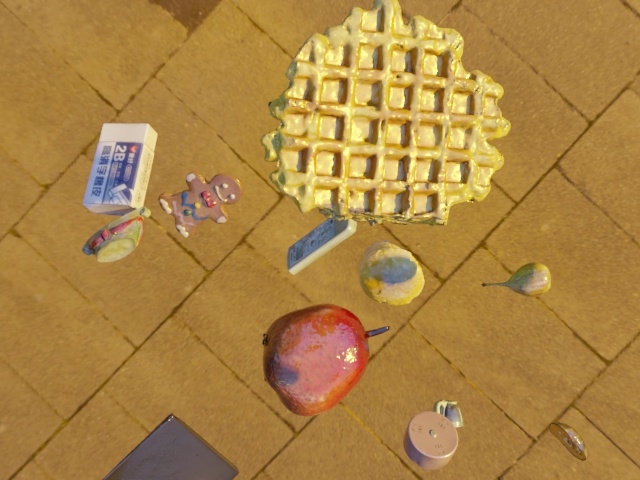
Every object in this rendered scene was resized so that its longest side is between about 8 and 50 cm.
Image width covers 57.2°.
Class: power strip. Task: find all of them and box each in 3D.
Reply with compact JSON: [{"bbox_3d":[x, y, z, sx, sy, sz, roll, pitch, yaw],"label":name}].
[{"bbox_3d":[0.322,0.580,1.716,0.154,0.154,0.078,9,132,2],"label":"power strip"}]

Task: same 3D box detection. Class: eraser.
[{"bbox_3d":[-0.459,-0.166,1.354,0.124,0.068,0.210,2,71,13],"label":"eraser"}]

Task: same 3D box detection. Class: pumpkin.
[{"bbox_3d":[0.456,0.360,1.068,0.028,0.050,0.083,-31,79,-20],"label":"pumpkin"}]

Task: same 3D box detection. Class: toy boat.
[{"bbox_3d":[-0.447,-0.004,1.285,0.185,0.089,0.071,-30,48,11],"label":"toy boat"}]

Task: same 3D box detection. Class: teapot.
[{"bbox_3d":[0.418,0.564,1.913,0.092,0.124,0.091,-7,74,18],"label":"teapot"}]

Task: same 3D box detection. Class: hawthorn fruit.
[{"bbox_3d":[0.021,0.308,1.611,0.368,0.285,0.285,-22,90,-2],"label":"hawthorn fruit"}]

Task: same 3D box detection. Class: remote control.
[{"bbox_3d":[0.000,0.000,1.574,0.233,0.098,0.038,-36,123,27],"label":"remote control"}]

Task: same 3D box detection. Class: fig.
[{"bbox_3d":[0.513,0.118,1.514,0.166,0.093,0.093,-31,90,19],"label":"fig"}]

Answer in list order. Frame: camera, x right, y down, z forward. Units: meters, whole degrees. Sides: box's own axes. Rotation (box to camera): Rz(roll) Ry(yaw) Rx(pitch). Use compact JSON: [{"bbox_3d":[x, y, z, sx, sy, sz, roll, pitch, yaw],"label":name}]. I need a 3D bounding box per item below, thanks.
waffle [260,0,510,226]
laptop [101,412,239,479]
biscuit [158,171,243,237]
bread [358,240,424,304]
[{"bbox_3d":[0.092,-0.139,0.750,0.312,0.060,0.307,37,87,-13],"label":"waffle"},{"bbox_3d":[-0.221,0.354,0.886,0.135,0.016,0.197,-42,130,-14],"label":"laptop"},{"bbox_3d":[-0.267,-0.090,1.333,0.205,0.031,0.138,-22,111,20],"label":"biscuit"},{"bbox_3d":[0.214,0.100,1.824,0.197,0.170,0.197,-1,108,-3],"label":"bread"}]
